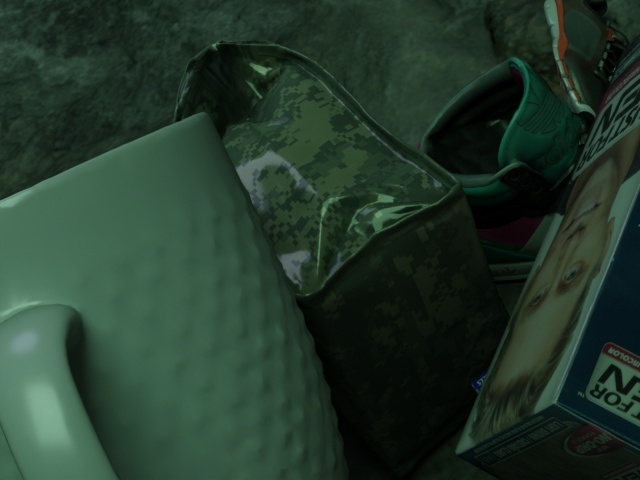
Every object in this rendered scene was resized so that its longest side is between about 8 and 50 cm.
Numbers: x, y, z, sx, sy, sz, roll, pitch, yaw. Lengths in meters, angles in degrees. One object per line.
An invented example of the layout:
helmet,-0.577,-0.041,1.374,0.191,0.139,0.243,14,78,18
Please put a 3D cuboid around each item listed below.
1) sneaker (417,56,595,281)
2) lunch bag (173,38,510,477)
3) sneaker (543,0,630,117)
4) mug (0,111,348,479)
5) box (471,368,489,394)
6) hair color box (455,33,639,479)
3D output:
sneaker,0.200,-0.066,1.332,0.296,0.178,0.123,-9,52,19
lunch bag,0.000,0.000,1.339,0.169,0.235,0.287,-36,46,-10
sneaker,0.230,-0.156,1.469,0.065,0.061,0.158,-13,51,9
mug,-0.125,0.125,1.067,0.276,0.328,0.374,-25,4,0
box,0.203,0.122,1.259,0.126,0.072,0.137,-39,49,-5
hair color box,0.223,-0.001,1.160,0.105,0.174,0.347,28,67,-6
